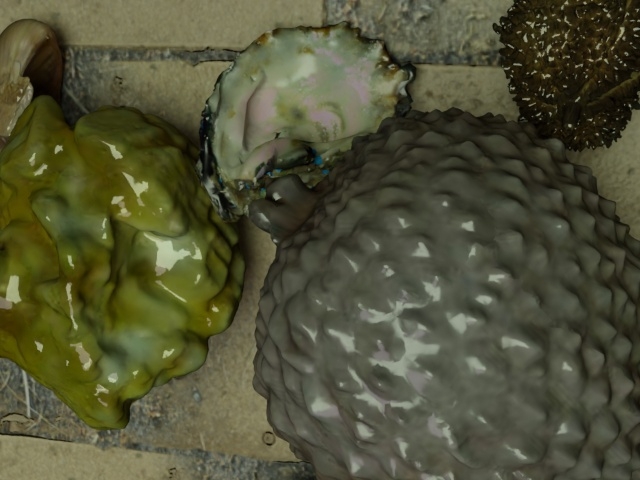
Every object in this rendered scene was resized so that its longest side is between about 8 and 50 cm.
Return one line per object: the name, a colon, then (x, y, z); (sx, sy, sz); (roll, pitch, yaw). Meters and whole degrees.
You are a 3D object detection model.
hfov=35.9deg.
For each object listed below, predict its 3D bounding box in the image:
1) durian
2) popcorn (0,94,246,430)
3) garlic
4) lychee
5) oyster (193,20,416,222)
durian: (0.249, -0.173, 0.939); (0.166, 0.196, 0.196); (-2, 101, 29)
popcorn: (-0.250, 0.014, 1.124); (0.293, 0.292, 0.334); (30, 92, -29)
garlic: (-0.361, -0.180, 1.190); (0.124, 0.099, 0.175); (33, 106, 28)
lychee: (0.118, 0.079, 0.910); (0.432, 0.380, 0.380); (37, 110, -4)
oyster: (-0.024, -0.125, 1.058); (0.198, 0.092, 0.260); (30, 65, 19)
